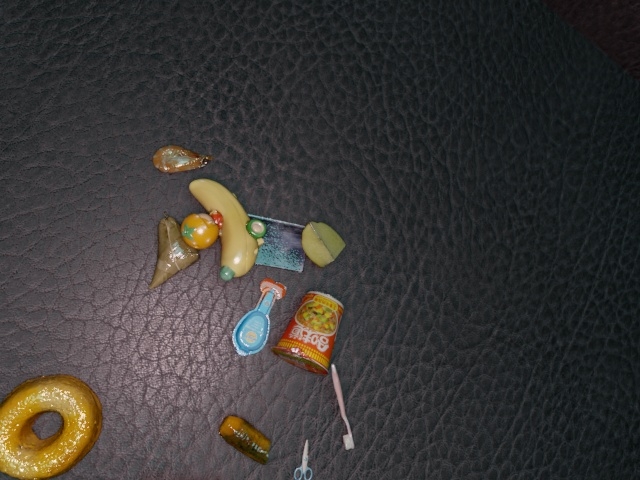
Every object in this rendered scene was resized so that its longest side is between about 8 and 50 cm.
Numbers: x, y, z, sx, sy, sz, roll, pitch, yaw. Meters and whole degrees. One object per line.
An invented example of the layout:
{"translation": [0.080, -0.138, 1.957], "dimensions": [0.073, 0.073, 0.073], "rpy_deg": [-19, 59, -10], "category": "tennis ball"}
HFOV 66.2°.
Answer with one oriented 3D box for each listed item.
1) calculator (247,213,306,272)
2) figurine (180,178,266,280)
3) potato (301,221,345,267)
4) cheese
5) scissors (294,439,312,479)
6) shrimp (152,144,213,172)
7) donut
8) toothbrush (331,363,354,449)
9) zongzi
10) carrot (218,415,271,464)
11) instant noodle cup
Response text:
{"translation": [-0.167, 0.006, 1.578], "dimensions": [0.261, 0.021, 0.161], "rpy_deg": [13, 77, -14], "category": "calculator"}
{"translation": [-0.305, -0.037, 1.451], "dimensions": [0.222, 0.124, 0.325], "rpy_deg": [-27, 80, -35], "category": "figurine"}
{"translation": [0.000, 0.000, 1.606], "dimensions": [0.149, 0.081, 0.120], "rpy_deg": [56, 30, -6], "category": "potato"}
{"translation": [-0.189, 0.238, 1.521], "dimensions": [0.106, 0.037, 0.256], "rpy_deg": [29, 72, -11], "category": "cheese"}
{"translation": [-0.048, 0.668, 1.493], "dimensions": [0.058, 0.014, 0.119], "rpy_deg": [8, 81, -16], "category": "scissors"}
{"translation": [-0.428, -0.256, 1.536], "dimensions": [0.183, 0.043, 0.092], "rpy_deg": [-1, 77, -16], "category": "shrimp"}
{"translation": [-0.719, 0.488, 1.275], "dimensions": [0.277, 0.108, 0.278], "rpy_deg": [3, 78, -16], "category": "donut"}
{"translation": [0.062, 0.511, 1.497], "dimensions": [0.029, 0.025, 0.307], "rpy_deg": [-15, 107, -11], "category": "toothbrush"}
{"translation": [-0.478, 0.024, 1.454], "dimensions": [0.178, 0.081, 0.189], "rpy_deg": [-35, 87, -15], "category": "zongzi"}
{"translation": [-0.214, 0.575, 1.427], "dimensions": [0.173, 0.082, 0.082], "rpy_deg": [35, 72, -9], "category": "carrot"}
{"translation": [-0.024, 0.273, 1.497], "dimensions": [0.193, 0.193, 0.212], "rpy_deg": [29, 65, -10], "category": "instant noodle cup"}
